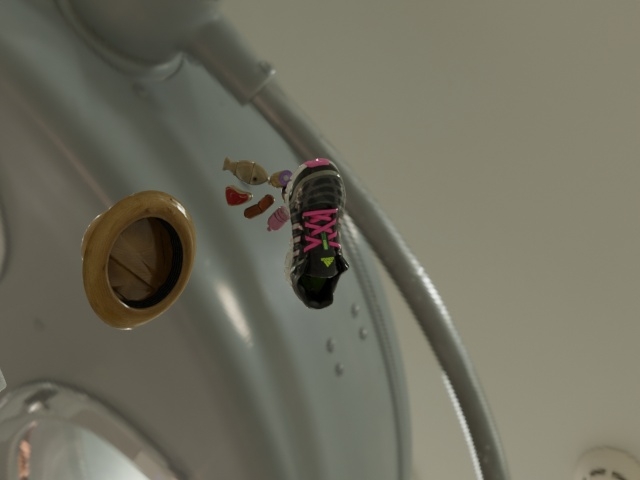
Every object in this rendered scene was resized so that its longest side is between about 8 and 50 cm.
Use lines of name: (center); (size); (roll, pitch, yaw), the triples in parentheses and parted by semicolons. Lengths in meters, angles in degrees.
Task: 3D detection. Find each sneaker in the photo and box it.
sneaker: (0.000, 0.000, 1.036); (0.063, 0.075, 0.170); (-5, -54, -18)

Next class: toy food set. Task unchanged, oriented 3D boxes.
toy food set: (-0.066, -0.050, 1.214); (0.122, 0.019, 0.078); (13, -73, 22)

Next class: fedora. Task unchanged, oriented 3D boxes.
fedora: (-0.245, 0.018, 1.318); (0.079, 0.194, 0.194); (23, -53, 36)

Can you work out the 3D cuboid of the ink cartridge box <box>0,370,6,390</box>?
ink cartridge box: (-0.470, 0.122, 0.933); (0.131, 0.306, 0.226); (39, -32, 30)
